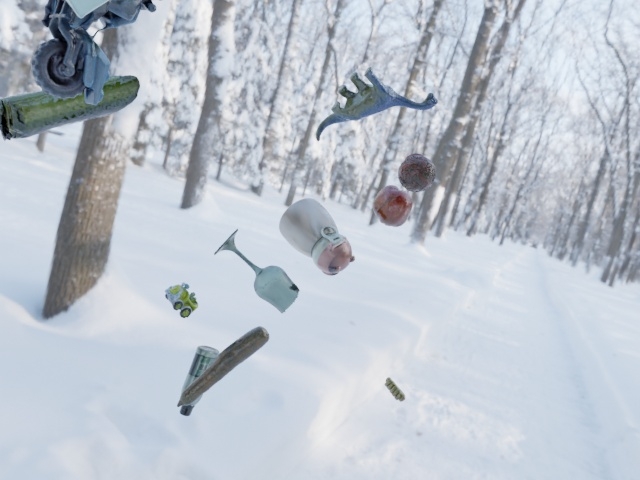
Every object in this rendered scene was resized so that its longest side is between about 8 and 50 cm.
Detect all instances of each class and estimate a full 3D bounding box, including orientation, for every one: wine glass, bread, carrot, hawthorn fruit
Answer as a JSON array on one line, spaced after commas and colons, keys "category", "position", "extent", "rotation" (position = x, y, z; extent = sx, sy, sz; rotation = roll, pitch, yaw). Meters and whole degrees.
[{"category": "wine glass", "position": [-0.132, 0.068, 1.247], "extent": [0.195, 0.079, 0.079], "rotation": [43, 2, -6]}, {"category": "bread", "position": [0.237, 0.479, 1.869], "extent": [0.088, 0.034, 0.049], "rotation": [50, -4, 12]}, {"category": "carrot", "position": [-0.294, 0.372, 1.722], "extent": [0.070, 0.342, 0.070], "rotation": [50, -1, 1]}, {"category": "hawthorn fruit", "position": [0.211, -0.103, 1.720], "extent": [0.128, 0.128, 0.128], "rotation": [16, 4, -1]}]

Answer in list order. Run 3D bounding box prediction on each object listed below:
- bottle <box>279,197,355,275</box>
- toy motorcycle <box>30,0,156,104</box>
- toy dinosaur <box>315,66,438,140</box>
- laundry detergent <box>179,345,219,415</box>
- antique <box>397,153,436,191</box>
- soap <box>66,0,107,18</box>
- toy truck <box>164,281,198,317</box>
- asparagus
[{"category": "bottle", "position": [0.000, 0.000, 1.675], "extent": [0.148, 0.147, 0.236], "rotation": [11, 31, -53]}, {"category": "toy motorcycle", "position": [-0.484, -0.502, 1.311], "extent": [0.172, 0.415, 0.232], "rotation": [17, -1, 43]}, {"category": "toy dinosaur", "position": [0.118, -0.284, 1.314], "extent": [0.188, 0.247, 0.075], "rotation": [36, 18, -25]}, {"category": "laundry detergent", "position": [-0.397, 0.453, 1.873], "extent": [0.070, 0.225, 0.099], "rotation": [19, -3, 11]}, {"category": "antique", "position": [0.251, -0.172, 1.520], "extent": [0.104, 0.104, 0.104], "rotation": [16, 4, -1]}, {"category": "soap", "position": [-0.275, -0.452, 0.819], "extent": [0.087, 0.265, 0.160], "rotation": [51, -10, 11]}, {"category": "toy truck", "position": [-0.411, 0.171, 1.735], "extent": [0.076, 0.077, 0.111], "rotation": [39, -18, 43]}, {"category": "asparagus", "position": [-0.678, -0.365, 1.575], "extent": [0.382, 0.108, 0.128], "rotation": [-20, -18, -20]}]
